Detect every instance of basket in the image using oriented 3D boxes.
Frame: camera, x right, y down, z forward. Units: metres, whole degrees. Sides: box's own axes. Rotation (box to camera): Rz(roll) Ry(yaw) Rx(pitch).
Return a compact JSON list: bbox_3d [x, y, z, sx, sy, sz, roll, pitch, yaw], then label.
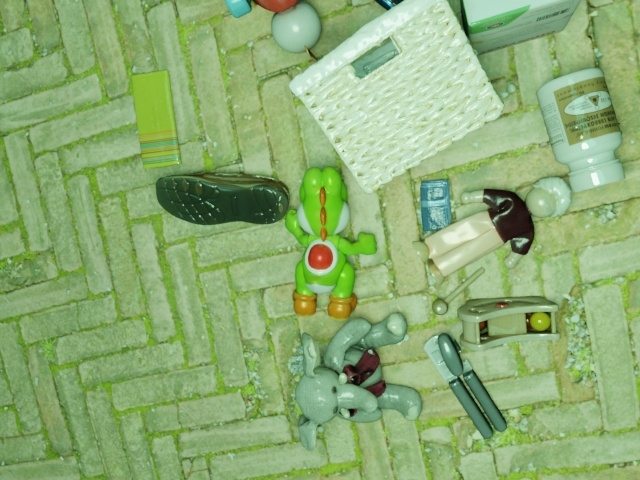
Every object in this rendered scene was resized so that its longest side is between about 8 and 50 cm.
[{"bbox_3d":[0.165,-0.297,1.203,0.328,0.331,0.266,-30,96,16],"label":"basket"}]

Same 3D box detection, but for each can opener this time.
[{"bbox_3d":[0.336,0.341,1.379,0.074,0.093,0.280,-32,95,15],"label":"can opener"}]

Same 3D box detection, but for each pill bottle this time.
[{"bbox_3d":[0.536,-0.221,1.206,0.131,0.131,0.229,-16,88,16],"label":"pill bottle"}]

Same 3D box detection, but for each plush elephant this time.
[{"bbox_3d":[0.052,0.327,1.348,0.330,0.255,0.271,-1,105,16],"label":"plush elephant"}]

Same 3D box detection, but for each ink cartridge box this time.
[{"bbox_3d":[0.377,-0.464,1.144,0.201,0.278,0.117,-13,92,15],"label":"ink cartridge box"}]

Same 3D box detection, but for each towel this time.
[{"bbox_3d":[0.264,-0.079,1.359,0.067,0.029,0.119,-2,98,15],"label":"towel"},{"bbox_3d":[-0.415,-0.305,1.499,0.102,0.021,0.237,-5,96,9],"label":"towel"}]

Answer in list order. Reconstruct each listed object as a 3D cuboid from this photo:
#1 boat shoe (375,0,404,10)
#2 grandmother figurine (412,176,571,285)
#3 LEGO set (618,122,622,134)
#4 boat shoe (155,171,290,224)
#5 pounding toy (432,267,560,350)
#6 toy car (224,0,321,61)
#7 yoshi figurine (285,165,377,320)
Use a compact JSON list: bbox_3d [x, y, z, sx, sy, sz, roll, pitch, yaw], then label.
[{"bbox_3d":[0.121,-0.585,1.278,0.258,0.109,0.089,44,102,2],"label":"boat shoe"},{"bbox_3d":[0.386,-0.026,1.293,0.342,0.104,0.208,-32,115,15],"label":"grandmother figurine"},{"bbox_3d":[0.608,-0.237,1.257,0.054,0.023,0.083,-22,80,14],"label":"LEGO set"},{"bbox_3d":[-0.230,-0.108,1.432,0.324,0.120,0.122,8,119,6],"label":"boat shoe"},{"bbox_3d":[0.379,0.147,1.301,0.270,0.154,0.154,-4,98,14],"label":"pounding toy"},{"bbox_3d":[-0.069,-0.510,1.321,0.219,0.210,0.238,-24,120,8],"label":"toy car"},{"bbox_3d":[0.013,-0.010,1.387,0.203,0.204,0.362,29,126,49],"label":"yoshi figurine"}]
